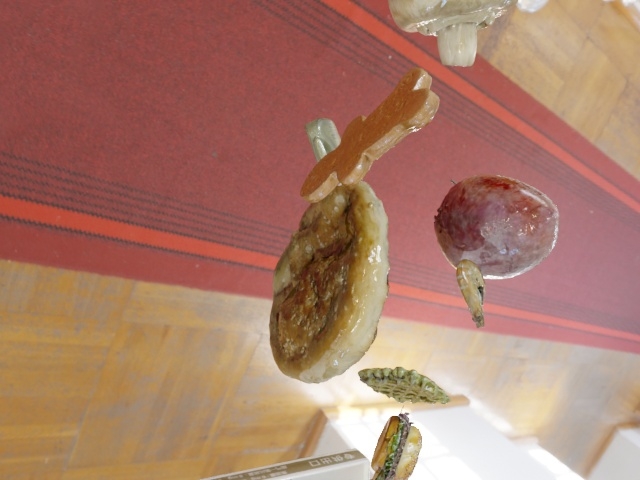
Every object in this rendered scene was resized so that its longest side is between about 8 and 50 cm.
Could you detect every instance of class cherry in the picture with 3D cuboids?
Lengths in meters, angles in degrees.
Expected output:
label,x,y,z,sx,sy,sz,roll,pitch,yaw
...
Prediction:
label,x,y,z,sx,sy,sz,roll,pitch,yaw
cherry,0.307,-0.026,0.951,0.175,0.249,0.192,-25,95,-24

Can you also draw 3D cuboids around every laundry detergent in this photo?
label,x,y,z,sx,sy,sz,roll,pitch,yaw
laundry detergent,0.033,-0.262,1.794,0.181,0.091,0.253,-16,87,-74

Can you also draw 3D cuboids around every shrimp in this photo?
label,x,y,z,sx,sy,sz,roll,pitch,yaw
shrimp,0.241,0.080,0.860,0.059,0.023,0.108,-13,83,-41

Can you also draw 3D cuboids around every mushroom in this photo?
label,x,y,z,sx,sy,sz,roll,pitch,yaw
mushroom,0.265,-0.464,1.109,0.254,0.260,0.234,-15,101,-29

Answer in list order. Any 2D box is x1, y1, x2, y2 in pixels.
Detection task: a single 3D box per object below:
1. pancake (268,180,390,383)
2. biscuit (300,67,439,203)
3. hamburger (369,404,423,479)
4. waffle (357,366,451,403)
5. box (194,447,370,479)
label,x,y,z,sx,sy,sz,roll,pitch,yaw
pancake,-0.004,0.064,0.975,0.082,0.387,0.387,18,101,-24
biscuit,0.064,-0.134,0.782,0.036,0.165,0.250,38,121,-21
hamburger,0.177,0.471,1.255,0.189,0.093,0.164,-61,170,-45
waffle,0.218,0.386,1.497,0.204,0.223,0.054,34,57,-32
box,-0.057,0.215,0.380,0.198,0.029,0.109,-1,96,-25
